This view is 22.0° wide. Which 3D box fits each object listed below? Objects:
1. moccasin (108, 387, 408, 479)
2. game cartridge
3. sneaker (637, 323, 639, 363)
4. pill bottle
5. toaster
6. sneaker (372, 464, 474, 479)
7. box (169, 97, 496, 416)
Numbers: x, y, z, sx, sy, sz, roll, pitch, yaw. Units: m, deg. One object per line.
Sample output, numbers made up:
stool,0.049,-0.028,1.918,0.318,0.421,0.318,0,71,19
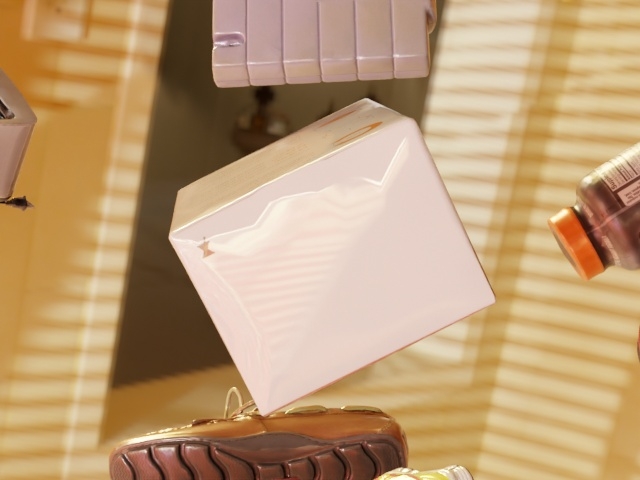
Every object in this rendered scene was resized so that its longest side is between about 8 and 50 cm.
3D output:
moccasin,-0.080,0.270,2.106,0.380,0.139,0.147,-11,-162,-1
game cartridge,0.002,-0.326,1.728,0.230,0.355,0.068,0,156,0
sneaker,0.258,-0.019,0.800,0.135,0.276,0.098,35,-150,-40
pill bottle,0.389,-0.050,1.915,0.245,0.130,0.130,-31,-165,3
toaster,-0.390,-0.117,1.661,0.185,0.110,0.168,-4,-138,-43
sneaker,0.076,0.286,1.761,0.094,0.081,0.208,-10,166,-33
box,0.000,0.000,1.449,0.215,0.168,0.345,-26,-172,0
